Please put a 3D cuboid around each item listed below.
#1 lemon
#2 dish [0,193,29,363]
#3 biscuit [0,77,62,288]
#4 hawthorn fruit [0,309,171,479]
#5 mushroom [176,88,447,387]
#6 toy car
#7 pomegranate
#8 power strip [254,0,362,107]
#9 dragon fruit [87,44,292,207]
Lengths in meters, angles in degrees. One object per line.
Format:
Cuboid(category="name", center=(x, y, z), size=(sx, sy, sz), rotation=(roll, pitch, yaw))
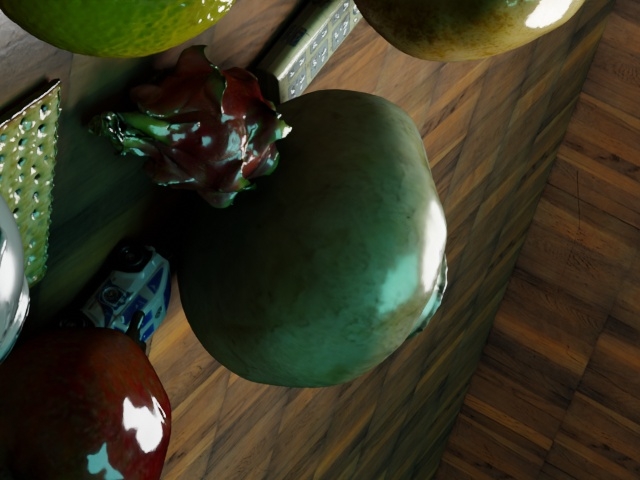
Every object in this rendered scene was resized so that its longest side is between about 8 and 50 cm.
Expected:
Cuboid(category="lemon", center=(-0.147, -0.223, 1.137), size=(0.244, 0.187, 0.187), rotation=(-10, 135, -28))
Cuboid(category="dish", center=(-0.274, 0.037, 1.158), size=(0.078, 0.224, 0.246), rotation=(34, 56, -34))
Cuboid(category="biscuit", center=(-0.276, -0.021, 1.358), size=(0.139, 0.016, 0.231), rotation=(-45, 157, -45))
Cuboid(category="hawthorn fruit", center=(-0.227, 0.165, 1.480), size=(0.248, 0.208, 0.208), rotation=(-52, 162, -37))
Cuboid(category="mushroom", center=(0.000, 0.000, 1.692), size=(0.260, 0.352, 0.352), rotation=(26, 94, -30))
Cuboid(category="toy car", center=(-0.207, 0.072, 1.620), size=(0.171, 0.070, 0.080), rotation=(-51, 160, -29))
Cuboid(category="pomegranate", center=(0.159, -0.334, 1.682), size=(0.319, 0.319, 0.319), rotation=(-53, 162, -26))
Cuboid(category="power strip", center=(0.007, -0.253, 1.794), size=(0.268, 0.034, 0.092), rotation=(-53, 161, -25))
Cuboid(category="dragon fruit", center=(-0.125, -0.113, 1.484), size=(0.137, 0.135, 0.236), rotation=(-58, 147, 8))
